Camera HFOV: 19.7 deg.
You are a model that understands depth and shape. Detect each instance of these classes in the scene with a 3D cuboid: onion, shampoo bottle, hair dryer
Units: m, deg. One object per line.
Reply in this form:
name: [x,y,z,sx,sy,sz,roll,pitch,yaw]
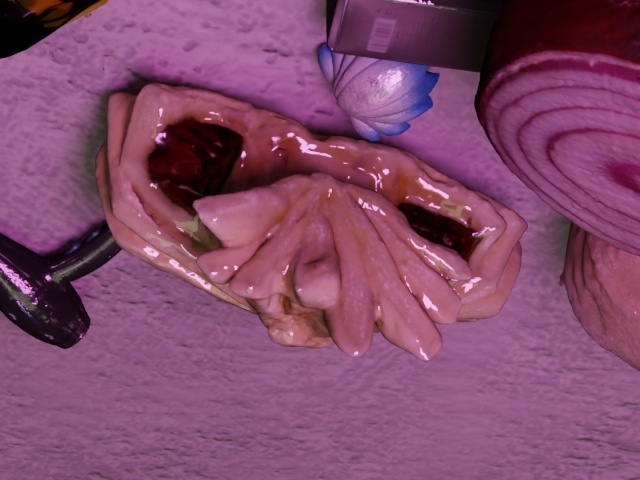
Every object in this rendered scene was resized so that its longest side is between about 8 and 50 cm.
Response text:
onion: [0.277,-0.153,1.437,0.282,0.260,0.337,13,156,25]
shampoo bottle: [0.131,-0.197,1.590,0.246,0.079,0.080,7,137,-8]
hair dryer: [-0.248,-0.006,1.817,0.219,0.075,0.195,-33,119,17]

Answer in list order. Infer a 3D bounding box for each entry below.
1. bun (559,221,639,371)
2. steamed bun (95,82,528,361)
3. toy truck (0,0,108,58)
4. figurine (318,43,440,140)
bun: [0.335,-0.006,1.692,0.205,0.281,0.281,33,144,27]
steamed bun: [0.000,0.000,1.657,0.428,0.247,0.189,20,157,-14]
toy truck: [-0.327,-0.310,1.357,0.180,0.254,0.405,-19,147,22]
figurine: [0.059,-0.149,1.648,0.114,0.079,0.114,3,103,14]
